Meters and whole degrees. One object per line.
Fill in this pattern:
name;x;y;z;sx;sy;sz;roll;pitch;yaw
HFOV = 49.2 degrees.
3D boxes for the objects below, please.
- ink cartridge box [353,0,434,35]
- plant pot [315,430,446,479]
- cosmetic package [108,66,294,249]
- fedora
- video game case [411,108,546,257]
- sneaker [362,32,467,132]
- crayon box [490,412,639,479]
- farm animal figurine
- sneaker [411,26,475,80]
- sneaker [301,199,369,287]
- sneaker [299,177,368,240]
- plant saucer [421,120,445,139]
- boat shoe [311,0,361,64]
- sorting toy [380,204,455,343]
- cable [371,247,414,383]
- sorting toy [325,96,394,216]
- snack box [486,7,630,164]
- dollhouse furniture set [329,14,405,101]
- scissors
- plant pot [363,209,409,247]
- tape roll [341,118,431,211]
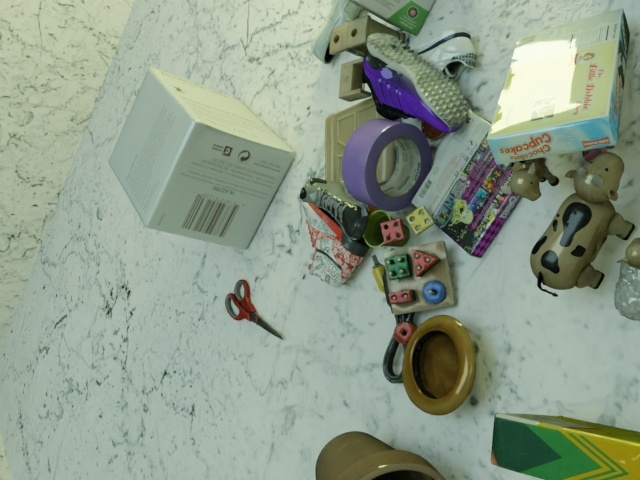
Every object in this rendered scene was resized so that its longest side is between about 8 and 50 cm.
ink cartridge box;0.187;-0.640;1.577;0.117;0.201;0.278;45;113;46
plant pot;0.094;0.488;1.340;0.263;0.263;0.229;-70;21;7
cosmetic package;-0.350;-0.233;1.987;0.394;0.329;0.327;47;116;45
fedora;0.242;0.241;1.338;0.194;0.079;0.194;-29;52;44
video game case;0.307;-0.117;1.399;0.232;0.041;0.210;-60;42;17
sneaker;0.189;-0.304;1.494;0.293;0.102;0.146;52;142;27
crayon box;0.432;0.314;0.993;0.318;0.202;0.081;-2;78;50
farm animal figurine;0.414;-0.064;1.125;0.330;0.172;0.327;15;92;43
sneaker;0.235;-0.371;1.536;0.235;0.090;0.095;-26;71;46
sneaker;-0.001;0.000;1.690;0.270;0.090;0.145;47;112;43
sneaker;0.019;-0.077;1.575;0.229;0.132;0.086;-117;44;-60
plant saucer;0.255;-0.260;1.527;0.083;0.013;0.084;-17;67;46
boat shoe;0.060;-0.557;1.810;0.227;0.079;0.081;-54;53;31
sorting toy;0.192;0.067;1.413;0.132;0.046;0.275;-12;81;25
cable;0.183;0.152;1.477;0.139;0.072;0.287;-12;81;30
sorting toy;0.096;-0.178;1.678;0.229;0.041;0.307;-9;78;51
snack box;0.403;-0.260;1.165;0.187;0.060;0.322;-7;41;34
dollhouse furniture set;0.104;-0.411;1.664;0.129;0.129;0.184;-2;80;50
scissors;-0.184;0.216;1.900;0.109;0.021;0.297;-59;43;16
plant pot;0.150;-0.017;1.525;0.083;0.079;0.083;-19;64;45
tape roll;0.142;-0.162;1.493;0.080;0.189;0.189;23;96;51
